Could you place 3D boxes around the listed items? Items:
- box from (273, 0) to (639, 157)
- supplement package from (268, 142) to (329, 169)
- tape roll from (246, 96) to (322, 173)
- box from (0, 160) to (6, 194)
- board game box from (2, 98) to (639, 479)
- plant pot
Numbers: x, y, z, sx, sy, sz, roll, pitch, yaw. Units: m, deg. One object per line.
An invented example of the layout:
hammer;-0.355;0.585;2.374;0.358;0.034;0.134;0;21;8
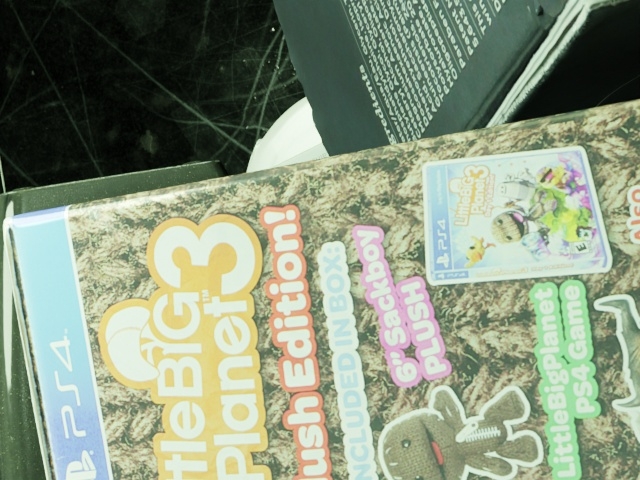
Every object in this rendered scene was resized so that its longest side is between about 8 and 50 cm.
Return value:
box;0.250;-0.230;1.057;0.480;0.297;0.472;-17;-15;-15
supplement package;0.000;0.000;1.365;0.262;0.145;0.204;-27;2;-5
tape roll;0.063;-0.031;1.583;0.246;0.246;0.169;-10;1;14
box;-0.436;0.015;1.709;0.079;0.322;0.257;-8;2;38
board game box;0.063;0.030;0.667;0.291;0.141;0.232;-9;1;19
plant pot;-0.118;0.047;0.943;0.188;0.167;0.187;-9;1;-22
